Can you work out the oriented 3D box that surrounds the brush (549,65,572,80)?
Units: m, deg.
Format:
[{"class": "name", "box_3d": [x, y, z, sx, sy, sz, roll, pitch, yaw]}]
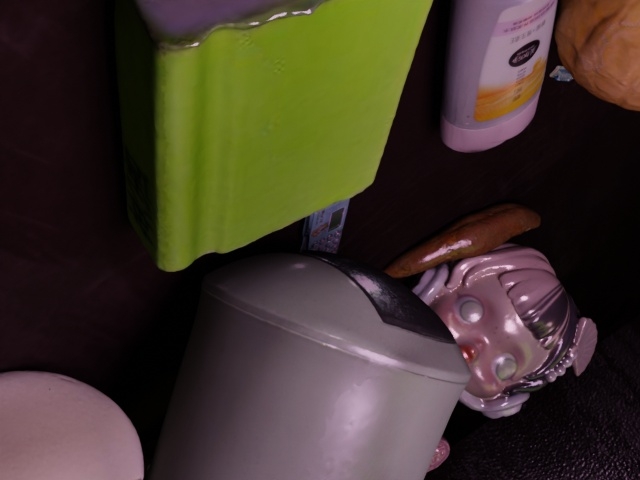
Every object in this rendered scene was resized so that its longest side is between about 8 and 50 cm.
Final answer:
[{"class": "brush", "box_3d": [0.289, -0.190, 1.040, 0.083, 0.013, 0.016, -10, 145, -49]}]

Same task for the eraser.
[{"class": "eraser", "box_3d": [-0.039, -0.104, 0.652, 0.210, 0.092, 0.274, -26, 158, -20]}]

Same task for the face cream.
[{"class": "face cream", "box_3d": [0.159, -0.173, 0.815, 0.107, 0.073, 0.269, -25, 158, -4]}]

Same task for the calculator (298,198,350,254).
[{"class": "calculator", "box_3d": [0.000, 0.000, 1.012, 0.057, 0.018, 0.172, -27, 155, -22]}]

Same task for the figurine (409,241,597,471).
[{"class": "figurine", "box_3d": [0.192, 0.140, 1.319, 0.361, 0.253, 0.211, -32, -162, 6]}]

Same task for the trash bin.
[{"class": "trash bin", "box_3d": [-0.034, 0.223, 0.905, 0.280, 0.280, 0.432, 19, 91, -63]}]

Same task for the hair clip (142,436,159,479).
[{"class": "hair clip", "box_3d": [-0.122, 0.254, 1.233, 0.321, 0.138, 0.091, -33, 120, -5]}]

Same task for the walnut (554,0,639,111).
[{"class": "walnut", "box_3d": [0.296, -0.213, 0.773, 0.195, 0.195, 0.221, -29, 167, -15]}]

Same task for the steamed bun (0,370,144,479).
[{"class": "steamed bun", "box_3d": [-0.298, 0.219, 0.835, 0.242, 0.164, 0.146, -13, 148, -40]}]

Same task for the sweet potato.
[{"class": "sweet potato", "box_3d": [0.204, -0.005, 1.238, 0.255, 0.058, 0.078, -21, 175, -21]}]
